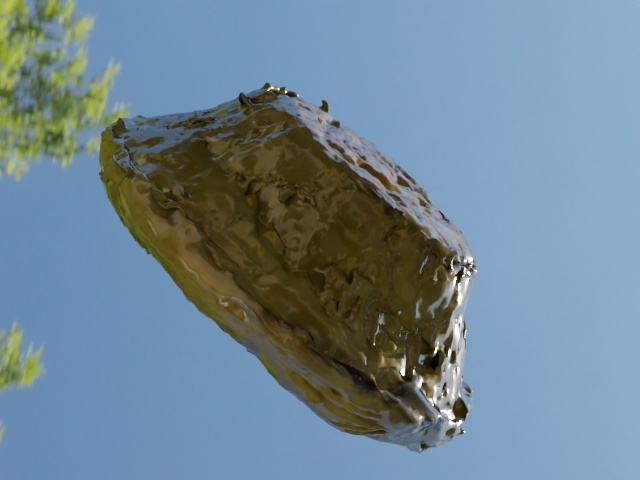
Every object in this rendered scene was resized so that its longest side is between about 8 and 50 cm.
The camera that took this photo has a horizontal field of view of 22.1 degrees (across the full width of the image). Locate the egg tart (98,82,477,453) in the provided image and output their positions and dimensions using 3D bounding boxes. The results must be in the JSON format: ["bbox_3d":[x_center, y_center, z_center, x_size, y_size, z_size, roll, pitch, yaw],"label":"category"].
[{"bbox_3d":[0.000,0.000,1.091,0.341,0.341,0.132,42,-80,2],"label":"egg tart"}]
